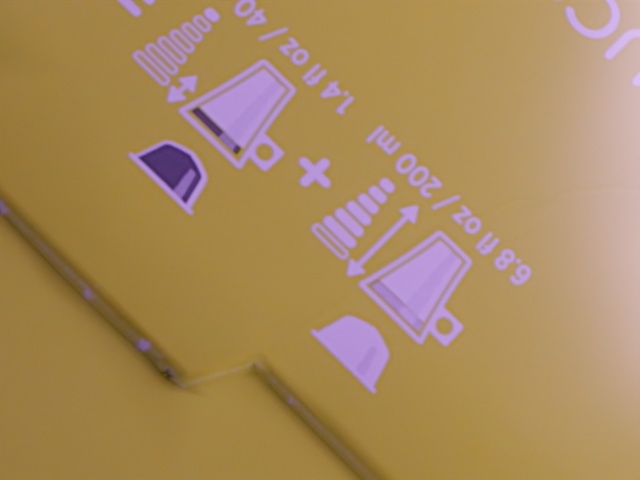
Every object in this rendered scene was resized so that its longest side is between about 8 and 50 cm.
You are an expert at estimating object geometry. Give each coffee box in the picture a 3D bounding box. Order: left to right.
[{"bbox_3d":[-0.068,0.032,0.606,0.338,0.337,0.334,-44,176,-22],"label":"coffee box"}]
